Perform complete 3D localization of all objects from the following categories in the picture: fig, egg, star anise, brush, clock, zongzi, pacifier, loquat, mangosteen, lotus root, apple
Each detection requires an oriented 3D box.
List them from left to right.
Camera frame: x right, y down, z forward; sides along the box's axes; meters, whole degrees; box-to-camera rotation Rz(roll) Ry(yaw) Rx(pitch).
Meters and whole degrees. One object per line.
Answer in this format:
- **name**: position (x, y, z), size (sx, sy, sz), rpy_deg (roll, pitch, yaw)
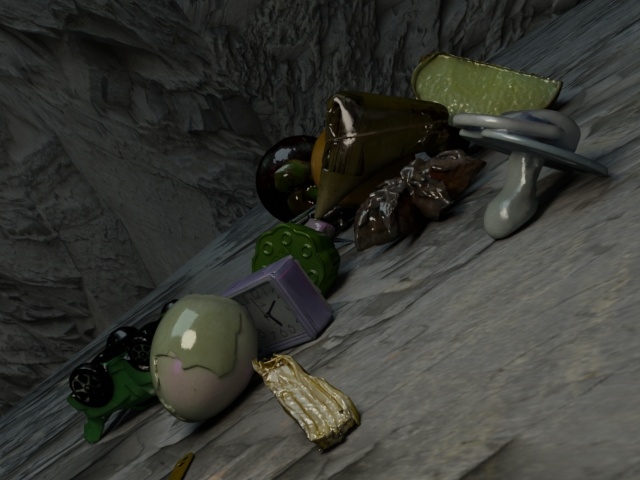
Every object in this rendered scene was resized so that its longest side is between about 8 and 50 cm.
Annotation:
- **brush**: position (-0.220, 0.366, 1.062), size (0.083, 0.010, 0.218), rpy_deg (-34, 9, 13)
- **egg**: position (-0.201, 0.205, 1.274), size (0.183, 0.183, 0.217), rpy_deg (-23, 50, 51)
- **clock**: position (-0.087, 0.124, 1.357), size (0.193, 0.144, 0.073), rpy_deg (-27, 13, 43)
- **mangosteen**: position (-0.051, -0.180, 2.299), size (0.311, 0.311, 0.311), rpy_deg (-34, 10, 7)
- **lotus root**: position (-0.026, 0.044, 1.551), size (0.186, 0.186, 0.186), rpy_deg (-34, 10, 7)
- **loquat**: position (0.106, -0.187, 1.847), size (0.263, 0.263, 0.263), rpy_deg (-34, 10, 7)
- **zongzi**: position (0.137, -0.172, 1.648), size (0.274, 0.299, 0.145), rpy_deg (9, -1, 4)
- **star anise**: position (0.189, -0.092, 1.534), size (0.332, 0.117, 0.331), rpy_deg (-30, 7, 4)
- **fig**: position (0.299, -0.221, 1.811), size (0.124, 0.124, 0.236), rpy_deg (-30, 22, 30)
- **apple**: position (0.382, -0.342, 1.740), size (0.346, 0.179, 0.254), rpy_deg (17, 50, 20)
- **pacifier**: position (0.298, -0.102, 1.155), size (0.279, 0.228, 0.207), rpy_deg (-120, 45, -80)

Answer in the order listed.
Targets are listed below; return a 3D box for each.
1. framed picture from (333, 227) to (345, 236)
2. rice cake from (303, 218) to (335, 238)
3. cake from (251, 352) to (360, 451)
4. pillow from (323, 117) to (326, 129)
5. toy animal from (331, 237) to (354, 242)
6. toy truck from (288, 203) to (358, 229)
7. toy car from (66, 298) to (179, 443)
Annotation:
- **framed picture**: position (0.000, 0.000, 2.040), size (0.149, 0.011, 0.109), rpy_deg (-36, 10, -2)
- **rice cake**: position (-0.093, 0.074, 1.710), size (0.073, 0.056, 0.365), rpy_deg (16, 52, 38)
- **cake**: position (-0.021, 0.189, 0.951), size (0.080, 0.116, 0.185), rpy_deg (-35, 5, -7)
- **pillow**: position (0.126, -0.314, 2.339), size (0.138, 0.284, 0.310), rpy_deg (-60, 7, 7)
- **toy animal**: position (-0.016, 0.020, 1.844), size (0.220, 0.062, 0.108), rpy_deg (-4, 28, 47)
- **toy truck**: position (-0.022, -0.038, 2.011), size (0.259, 0.088, 0.121), rpy_deg (-32, 11, 11)
- **toy car**: position (-0.397, 0.280, 1.626), size (0.359, 0.176, 0.213), rpy_deg (-28, 12, 19)
